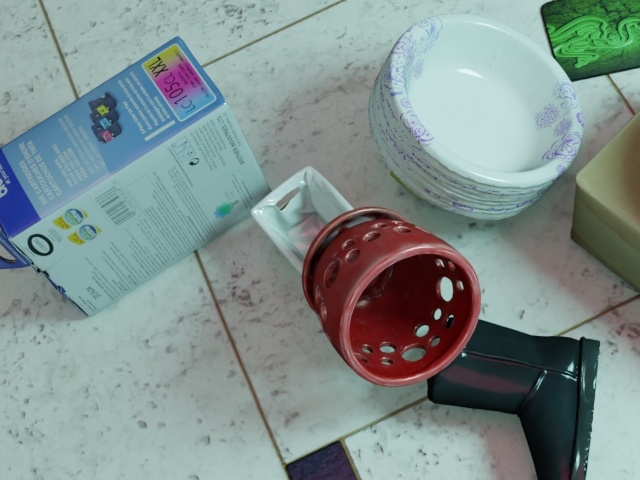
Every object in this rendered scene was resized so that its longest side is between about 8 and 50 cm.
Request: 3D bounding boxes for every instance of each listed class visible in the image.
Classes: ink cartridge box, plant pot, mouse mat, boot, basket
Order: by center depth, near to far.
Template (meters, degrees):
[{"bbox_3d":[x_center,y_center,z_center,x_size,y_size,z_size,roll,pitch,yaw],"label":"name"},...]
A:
[{"bbox_3d":[0.075,0.061,1.289,0.191,0.191,0.174,-38,34,-7],"label":"plant pot"},{"bbox_3d":[0.234,0.215,1.296,0.207,0.094,0.246,8,60,12],"label":"boot"},{"bbox_3d":[-0.290,-0.062,1.443,0.395,0.270,0.151,-34,61,-6],"label":"ink cartridge box"},{"bbox_3d":[0.000,0.000,1.446,0.113,0.103,0.167,-38,63,-7],"label":"basket"},{"bbox_3d":[0.439,-0.317,1.559,0.190,0.007,0.152,-12,63,7],"label":"mouse mat"}]

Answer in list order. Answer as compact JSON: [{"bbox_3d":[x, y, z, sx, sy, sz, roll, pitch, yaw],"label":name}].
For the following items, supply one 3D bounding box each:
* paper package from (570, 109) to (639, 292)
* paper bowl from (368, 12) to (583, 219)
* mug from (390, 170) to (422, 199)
[{"bbox_3d":[0.533,-0.043,1.318,0.309,0.168,0.325,-43,63,-11],"label":"paper package"},{"bbox_3d":[0.203,-0.159,1.421,0.284,0.148,0.284,8,58,-14],"label":"paper bowl"},{"bbox_3d":[0.138,-0.089,1.483,0.078,0.062,0.064,-30,70,-27],"label":"mug"}]
